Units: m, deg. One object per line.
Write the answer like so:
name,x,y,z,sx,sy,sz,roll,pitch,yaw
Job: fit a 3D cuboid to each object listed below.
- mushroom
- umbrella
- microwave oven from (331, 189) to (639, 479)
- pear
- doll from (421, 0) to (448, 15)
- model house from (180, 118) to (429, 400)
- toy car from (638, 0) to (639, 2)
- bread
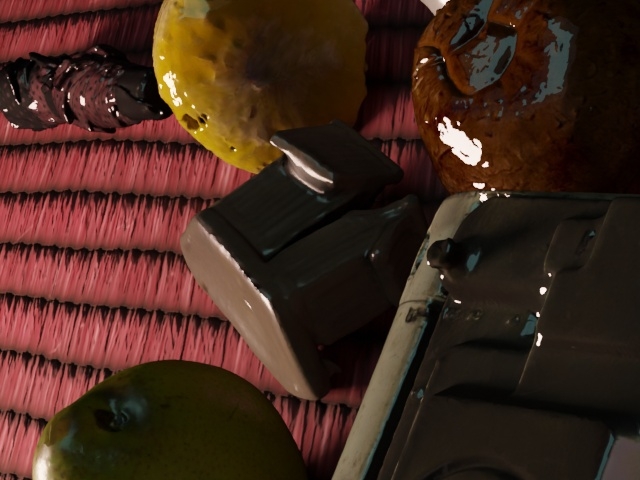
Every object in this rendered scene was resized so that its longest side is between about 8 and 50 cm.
mushroom,0.151,-0.110,1.385,0.231,0.138,0.194,7,64,53
umbrella,-0.254,-0.159,1.974,0.326,0.094,0.090,5,70,54
microwave oven,0.149,0.188,0.964,0.333,0.247,0.394,2,66,53
pear,-0.110,0.175,1.353,0.187,0.219,0.187,-28,40,26
doll,0.161,-0.241,1.536,0.181,0.107,0.110,-45,49,17
model house,-0.007,-0.001,1.498,0.188,0.122,0.229,-40,46,-5
toy car,0.326,-0.213,1.310,0.320,0.097,0.141,18,73,56
bread,-0.057,-0.168,1.669,0.197,0.197,0.170,-46,19,8
